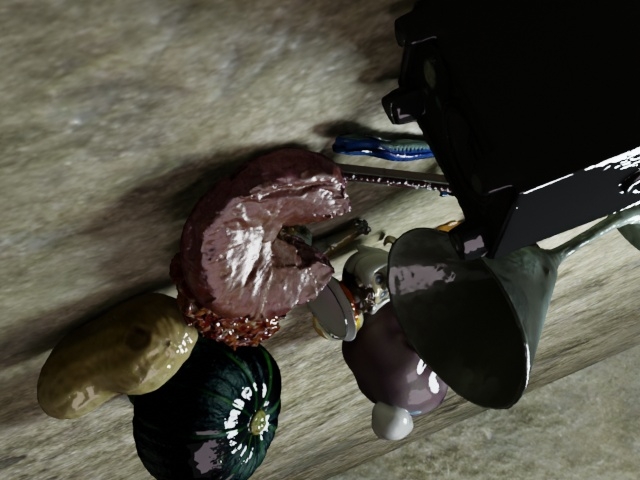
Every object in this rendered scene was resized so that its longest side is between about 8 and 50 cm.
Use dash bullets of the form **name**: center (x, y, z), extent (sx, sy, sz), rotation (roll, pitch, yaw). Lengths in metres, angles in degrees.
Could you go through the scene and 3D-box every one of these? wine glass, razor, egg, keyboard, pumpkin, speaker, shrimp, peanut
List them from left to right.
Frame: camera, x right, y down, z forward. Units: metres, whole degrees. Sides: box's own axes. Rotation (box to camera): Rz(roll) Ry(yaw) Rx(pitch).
- **peanut**: center (-0.263, 0.153, 1.578), extent (0.236, 0.120, 0.110), rotation (-32, 176, 9)
- **pumpkin**: center (-0.189, 0.241, 1.797), extent (0.248, 0.248, 0.248), rotation (-22, 161, -8)
- **shrimp**: center (0.000, 0.000, 1.603), extent (0.166, 0.049, 0.161), rotation (-20, 163, -17)
- **egg**: center (0.024, 0.121, 1.914), extent (0.083, 0.071, 0.071), rotation (-35, 159, 34)
- **keyboard**: center (0.080, -0.070, 1.410), extent (0.166, 0.017, 0.055), rotation (8, 174, 25)
- **razor**: center (0.114, -0.098, 1.477), extent (0.093, 0.056, 0.324), rotation (7, 177, 36)
- **speaker**: center (0.219, -0.133, 1.221), extent (0.254, 0.232, 0.184), rotation (-22, 160, -9)
- **wine glass**: center (0.321, 0.017, 1.682), extent (0.406, 0.267, 0.267), rotation (-30, 165, -27)

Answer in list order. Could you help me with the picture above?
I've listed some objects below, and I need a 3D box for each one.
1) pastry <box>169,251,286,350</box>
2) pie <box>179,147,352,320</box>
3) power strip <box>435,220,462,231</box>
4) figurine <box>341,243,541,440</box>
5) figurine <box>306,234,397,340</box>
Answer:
- **pastry**: center (-0.112, 0.066, 1.540), extent (0.115, 0.097, 0.208), rotation (-15, 156, 13)
- **pie**: center (-0.059, 0.000, 1.391), extent (0.204, 0.054, 0.219), rotation (-17, 132, -22)
- **power strip**: center (0.166, 0.024, 1.894), extent (0.049, 0.028, 0.178), rotation (-13, 159, -32)
- **figurine**: center (0.209, 0.143, 2.001), extent (0.365, 0.218, 0.206), rotation (-24, 117, -6)
- **figurine**: center (0.061, 0.052, 1.736), extent (0.153, 0.132, 0.132), rotation (-30, 164, -22)
